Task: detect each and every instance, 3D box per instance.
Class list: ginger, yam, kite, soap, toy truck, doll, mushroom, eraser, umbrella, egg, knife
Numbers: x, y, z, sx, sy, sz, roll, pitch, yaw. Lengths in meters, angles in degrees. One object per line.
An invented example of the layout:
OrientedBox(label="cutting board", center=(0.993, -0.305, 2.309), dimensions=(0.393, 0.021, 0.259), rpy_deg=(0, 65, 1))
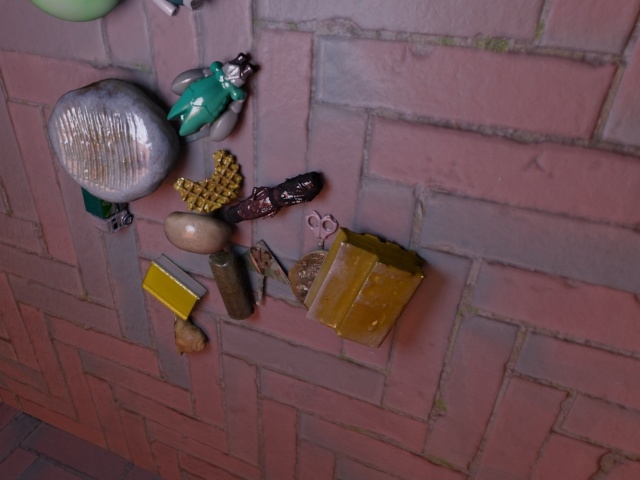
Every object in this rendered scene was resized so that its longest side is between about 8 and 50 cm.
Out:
OrientedBox(label="ginger", center=(-0.501, 0.339, 1.828), dimensions=(0.122, 0.115, 0.193), rpy_deg=(-5, 110, 4))
OrientedBox(label="yam", center=(-0.291, 0.145, 1.576), dimensions=(0.093, 0.093, 0.260), rpy_deg=(7, 130, 22))
OrientedBox(label="kite", center=(-0.192, 0.110, 1.564), dimensions=(0.229, 0.012, 0.250), rpy_deg=(20, 122, 26))
OrientedBox(label="soap", center=(0.115, 0.131, 1.330), dimensions=(0.259, 0.143, 0.281), rpy_deg=(21, 121, -5))
OrientedBox(label="toy truck", center=(-0.717, -0.142, 1.613), dimensions=(0.114, 0.124, 0.254), rpy_deg=(22, 129, 16))
OrientedBox(label="doll", center=(-0.274, -0.366, 1.274), dimensions=(0.257, 0.153, 0.195), rpy_deg=(-9, 96, 12))
OrientedBox(label="mushroom", center=(-0.367, -0.058, 1.472), dimensions=(0.204, 0.204, 0.205), rpy_deg=(12, 123, 19))
OrientedBox(label="eraser", center=(-0.534, 0.171, 1.747), dimensions=(0.226, 0.069, 0.158), rpy_deg=(39, 129, 1))
OrientedBox(label="umbrella", center=(-0.135, -0.115, 1.370), dimensions=(0.325, 0.094, 0.091), rpy_deg=(-18, 82, 32))
OrientedBox(label="egg", center=(-0.626, -0.666, 1.201), dimensions=(0.269, 0.220, 0.221), rpy_deg=(13, 124, 5))
OrientedBox(label="knife", center=(-0.365, -0.309, 1.415), dimensions=(0.210, 0.015, 0.028), rpy_deg=(-11, 120, 31))

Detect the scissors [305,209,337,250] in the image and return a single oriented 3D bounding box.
OrientedBox(label="scissors", center=(0.000, 0.000, 1.424), dimensions=(0.100, 0.015, 0.189), rpy_deg=(15, 126, 19))

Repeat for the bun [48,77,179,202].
OrientedBox(label="bun", center=(-0.586, -0.290, 1.395), dimensions=(0.361, 0.211, 0.363), rpy_deg=(3, 116, 5))

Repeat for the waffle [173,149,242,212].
OrientedBox(label="waffle", center=(-0.317, -0.167, 1.388), dimensions=(0.149, 0.194, 0.051), rpy_deg=(66, 163, -14))

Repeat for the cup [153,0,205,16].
OrientedBox(label="cup", center=(-0.337, -0.635, 1.123), dimensions=(0.173, 0.168, 0.299), rpy_deg=(36, 154, -9))

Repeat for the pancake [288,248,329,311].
OrientedBox(label="pancake", center=(0.023, 0.149, 1.475), dimensions=(0.282, 0.049, 0.283), rpy_deg=(13, 127, 18))
